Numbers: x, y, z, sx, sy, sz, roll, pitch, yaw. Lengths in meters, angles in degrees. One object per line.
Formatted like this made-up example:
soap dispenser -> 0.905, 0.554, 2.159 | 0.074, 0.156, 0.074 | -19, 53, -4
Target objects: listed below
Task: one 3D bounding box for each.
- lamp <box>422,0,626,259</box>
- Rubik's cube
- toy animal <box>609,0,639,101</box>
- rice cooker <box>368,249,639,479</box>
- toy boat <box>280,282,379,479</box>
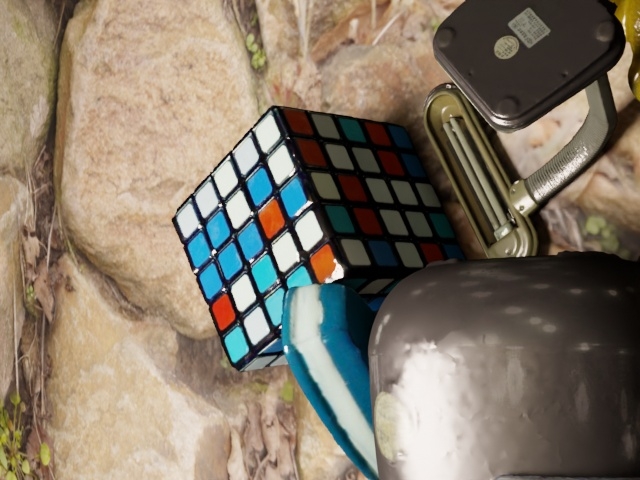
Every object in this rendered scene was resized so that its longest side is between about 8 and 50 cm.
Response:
lamp -> 0.151, -0.124, 0.822 | 0.124, 0.283, 0.203 | -30, 62, -6
Rubik's cube -> 0.000, 0.000, 0.958 | 0.182, 0.187, 0.184 | -42, 63, 36
toy animal -> 0.267, -0.166, 0.760 | 0.219, 0.155, 0.095 | 26, 70, 42
rice cooker -> 0.165, 0.124, 0.737 | 0.267, 0.267, 0.224 | -8, 79, 45
toy boat -> 0.055, 0.149, 0.871 | 0.061, 0.299, 0.096 | -19, 42, 16
